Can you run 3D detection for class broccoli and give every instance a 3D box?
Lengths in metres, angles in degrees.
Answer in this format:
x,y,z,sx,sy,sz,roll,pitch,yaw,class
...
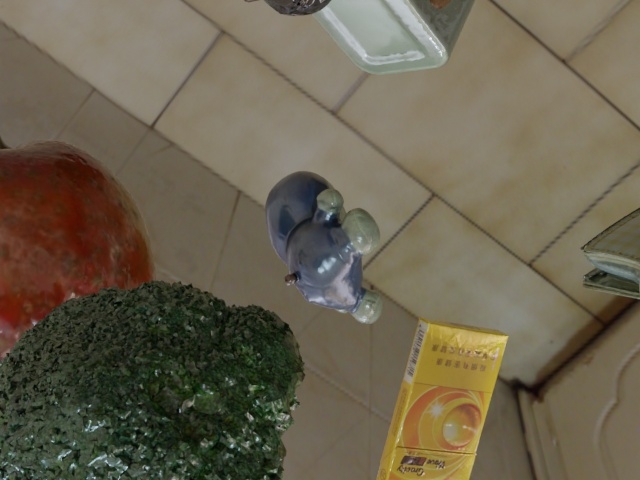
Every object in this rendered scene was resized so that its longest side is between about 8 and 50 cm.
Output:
x,y,z,sx,sy,sz,roll,pitch,yaw,class
-0.147,0.173,0.764,0.308,0.307,0.275,-19,138,13,broccoli

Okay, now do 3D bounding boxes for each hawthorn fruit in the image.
x,y,z,sx,sy,sz,roll,pitch,yaw,class
-0.437,0.026,1.247,0.403,0.403,0.402,1,119,3,hawthorn fruit

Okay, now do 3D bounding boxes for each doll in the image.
x,y,z,sx,sy,sz,roll,pitch,yaw,class
0.000,0.000,1.427,0.154,0.258,0.228,-13,124,-6,doll

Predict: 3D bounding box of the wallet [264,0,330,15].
x,y,z,sx,sy,sz,roll,pitch,yaw,class
-0.054,-0.302,0.697,0.045,0.318,0.172,15,116,-47,wallet

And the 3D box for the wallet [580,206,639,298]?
x,y,z,sx,sy,sz,roll,pitch,yaw,class
0.509,0.026,1.135,0.223,0.309,0.077,-23,113,-26,wallet

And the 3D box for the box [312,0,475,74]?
x,y,z,sx,sy,sz,roll,pitch,yaw,class
0.082,-0.445,1.114,0.177,0.343,0.352,2,150,43,box

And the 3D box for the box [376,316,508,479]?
x,y,z,sx,sy,sz,roll,pitch,yaw,class
0.189,0.260,1.400,0.152,0.043,0.269,12,97,-23,box

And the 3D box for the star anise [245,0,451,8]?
x,y,z,sx,sy,sz,roll,pitch,yaw,class
0.058,-0.143,0.255,0.212,0.111,0.196,-34,138,0,star anise
